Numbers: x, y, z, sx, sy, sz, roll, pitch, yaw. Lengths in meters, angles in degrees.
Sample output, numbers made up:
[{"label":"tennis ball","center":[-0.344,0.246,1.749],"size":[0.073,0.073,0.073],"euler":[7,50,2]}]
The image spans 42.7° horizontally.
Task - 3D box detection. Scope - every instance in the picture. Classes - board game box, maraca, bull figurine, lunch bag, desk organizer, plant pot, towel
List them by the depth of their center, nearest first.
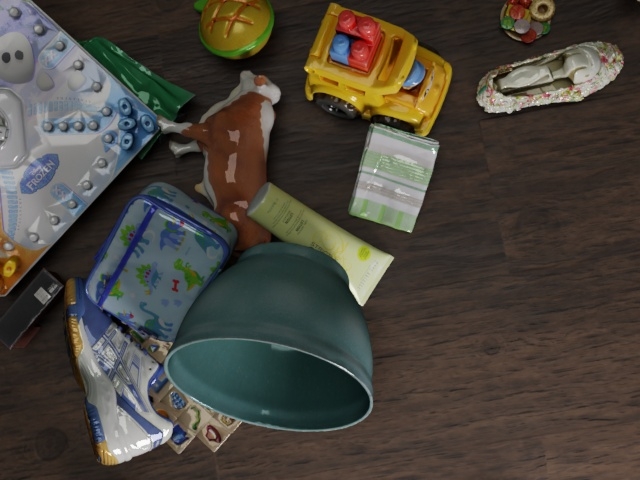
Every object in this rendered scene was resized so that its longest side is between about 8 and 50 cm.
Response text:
[{"label":"plant pot","center":[-0.057,0.127,1.182],"size":[0.293,0.293,0.196],"euler":[7,56,7]},{"label":"lunch bag","center":[-0.243,0.034,1.229],"size":[0.176,0.090,0.219],"euler":[33,114,-6]},{"label":"board game box","center":[-0.515,-0.170,1.243],"size":[0.390,0.050,0.390],"euler":[43,90,-15]},{"label":"towel","center":[0.112,-0.097,1.276],"size":[0.113,0.023,0.152],"euler":[18,107,9]},{"label":"bull figurine","center":[-0.154,-0.125,1.296],"size":[0.188,0.101,0.310],"euler":[-4,81,9]},{"label":"desk organizer","center":[-0.462,0.111,1.318],"size":[0.047,0.050,0.130],"euler":[40,88,9]},{"label":"maraca","center":[-0.143,-0.366,1.333],"size":[0.127,0.099,0.186],"euler":[-24,55,0]}]

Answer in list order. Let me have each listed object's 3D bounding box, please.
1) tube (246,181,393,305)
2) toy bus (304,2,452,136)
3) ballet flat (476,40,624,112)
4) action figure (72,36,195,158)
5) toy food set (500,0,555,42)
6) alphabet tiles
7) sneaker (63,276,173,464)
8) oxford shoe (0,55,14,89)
[{"label":"tube","center":[0.000,0.000,1.254],"size":[0.240,0.062,0.070],"euler":[36,127,-19]},{"label":"toy bus","center":[0.087,-0.269,1.236],"size":[0.220,0.211,0.149],"euler":[21,83,7]},{"label":"ballet flat","center":[0.362,-0.256,1.273],"size":[0.241,0.077,0.091],"euler":[-19,80,2]},{"label":"action figure","center":[-0.331,-0.259,1.350],"size":[0.232,0.063,0.137],"euler":[42,90,6]},{"label":"toy food set","center":[0.332,-0.359,1.318],"size":[0.083,0.020,0.082],"euler":[19,85,8]},{"label":"alphabet tiles","center":[-0.214,0.211,1.301],"size":[0.237,0.009,0.198],"euler":[41,88,9]},{"label":"sneaker","center":[-0.316,0.191,1.271],"size":[0.131,0.112,0.296],"euler":[-13,74,-22]},{"label":"oxford shoe","center":[-0.555,-0.166,1.351],"size":[0.133,0.130,0.364],"euler":[34,93,41]}]
